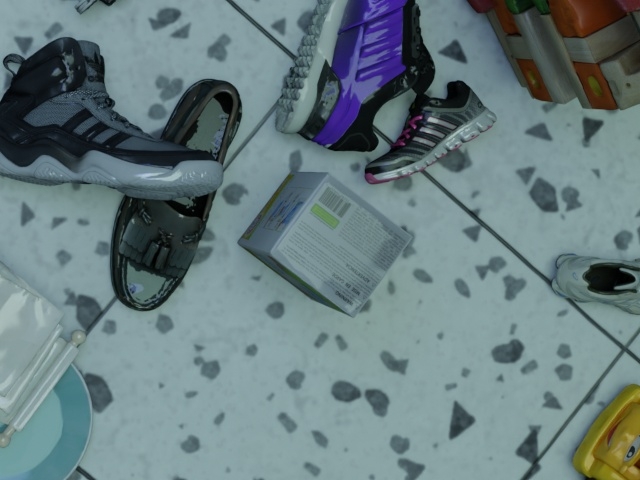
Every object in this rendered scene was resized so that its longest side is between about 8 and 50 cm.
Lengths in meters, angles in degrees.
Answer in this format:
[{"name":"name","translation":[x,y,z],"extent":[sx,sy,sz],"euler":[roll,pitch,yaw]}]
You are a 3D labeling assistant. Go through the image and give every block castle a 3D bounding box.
[{"name":"block castle","translation":[0.335,-0.301,1.535],"extent":[0.303,0.453,0.213],"euler":[-31,105,-9]}]

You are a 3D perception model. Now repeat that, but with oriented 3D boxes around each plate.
[{"name":"plate","translation":[-0.339,0.191,1.618],"extent":[0.188,0.024,0.188],"euler":[0,91,-13]}]

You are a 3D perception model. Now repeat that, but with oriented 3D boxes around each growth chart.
[{"name":"growth chart","translation":[-0.364,0.090,1.570],"extent":[0.172,0.021,0.237],"euler":[-46,109,-9]}]

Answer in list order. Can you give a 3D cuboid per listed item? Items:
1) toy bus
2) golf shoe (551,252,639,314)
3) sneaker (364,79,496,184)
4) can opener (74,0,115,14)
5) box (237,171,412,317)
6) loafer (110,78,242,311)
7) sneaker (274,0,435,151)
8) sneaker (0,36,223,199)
[{"name":"toy bus","translation":[0.421,0.279,1.691],"extent":[0.220,0.211,0.149],"euler":[39,85,-9]},{"name":"golf shoe","translation":[0.358,0.052,1.733],"extent":[0.176,0.086,0.069],"euler":[3,89,-14]},{"name":"sneaker","translation":[0.112,-0.124,1.687],"extent":[0.170,0.063,0.075],"euler":[-32,98,-14]},{"name":"can opener","translation":[-0.168,-0.348,1.611],"extent":[0.283,0.076,0.095],"euler":[-43,100,-9]},{"name":"box","translation":[0.000,0.000,1.593],"extent":[0.114,0.203,0.103],"euler":[38,85,-13]},{"name":"loafer","translation":[-0.156,-0.051,1.618],"extent":[0.096,0.084,0.267],"euler":[21,87,-12]},{"name":"sneaker","translation":[0.067,-0.230,1.659],"extent":[0.146,0.102,0.293],"euler":[23,93,-14]},{"name":"sneaker","translation":[-0.223,-0.129,1.562],"extent":[0.269,0.101,0.153],"euler":[7,84,14]}]
